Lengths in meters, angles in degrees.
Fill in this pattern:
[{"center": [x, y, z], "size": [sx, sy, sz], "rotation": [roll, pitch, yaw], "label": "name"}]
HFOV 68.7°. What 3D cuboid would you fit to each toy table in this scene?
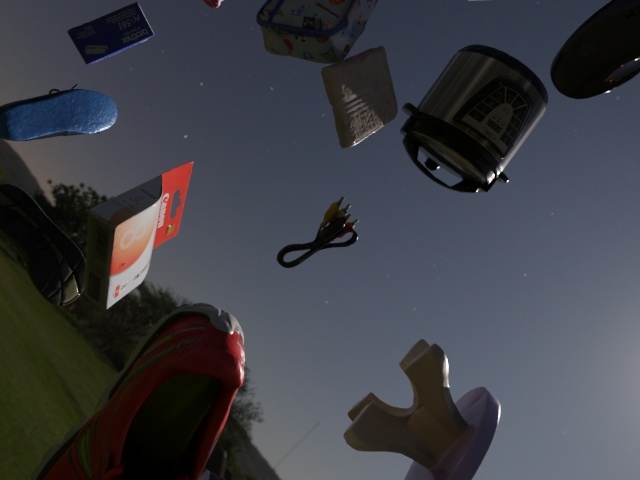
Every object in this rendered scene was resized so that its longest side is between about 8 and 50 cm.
[{"center": [0.161, 0.287, 0.753], "size": [0.161, 0.274, 0.252], "rotation": [44, -60, 10], "label": "toy table"}]

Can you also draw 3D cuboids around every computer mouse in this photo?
[{"center": [0.393, -0.305, 0.565], "size": [0.262, 0.060, 0.184], "rotation": [-26, -114, 32], "label": "computer mouse"}]

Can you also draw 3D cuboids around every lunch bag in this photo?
[{"center": [-0.009, -0.559, 1.120], "size": [0.243, 0.303, 0.115], "rotation": [21, -24, 19], "label": "lunch bag"}]

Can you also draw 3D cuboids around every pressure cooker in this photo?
[{"center": [0.500, -0.379, 1.583], "size": [0.370, 0.420, 0.375], "rotation": [40, 6, 35], "label": "pressure cooker"}]

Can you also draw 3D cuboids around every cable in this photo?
[{"center": [0.000, 0.000, 1.447], "size": [0.139, 0.287, 0.072], "rotation": [54, -4, -26], "label": "cable"}]

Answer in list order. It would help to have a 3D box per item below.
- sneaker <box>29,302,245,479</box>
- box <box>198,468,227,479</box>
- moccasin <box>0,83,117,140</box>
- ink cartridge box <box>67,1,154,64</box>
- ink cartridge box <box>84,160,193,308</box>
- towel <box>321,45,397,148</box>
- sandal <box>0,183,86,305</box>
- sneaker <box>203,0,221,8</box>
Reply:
[{"center": [-0.147, 0.175, 0.346], "size": [0.107, 0.279, 0.118], "rotation": [29, 1, -20], "label": "sneaker"}, {"center": [-0.137, 0.389, 0.509], "size": [0.307, 0.242, 0.076], "rotation": [2, -76, 39], "label": "box"}, {"center": [-0.706, -0.341, 1.234], "size": [0.117, 0.342, 0.137], "rotation": [9, -70, 27], "label": "moccasin"}, {"center": [-0.304, -0.298, 0.685], "size": [0.207, 0.097, 0.046], "rotation": [42, -21, 60], "label": "ink cartridge box"}, {"center": [-0.224, -0.011, 0.618], "size": [0.045, 0.179, 0.145], "rotation": [33, -52, 11], "label": "ink cartridge box"}, {"center": [0.100, -0.352, 1.131], "size": [0.049, 0.282, 0.187], "rotation": [-2, -64, 37], "label": "towel"}, {"center": [-0.646, 0.010, 1.074], "size": [0.086, 0.120, 0.302], "rotation": [-15, -73, 49], "label": "sandal"}, {"center": [-0.137, -0.481, 0.698], "size": [0.103, 0.111, 0.252], "rotation": [45, -27, 1], "label": "sneaker"}]
